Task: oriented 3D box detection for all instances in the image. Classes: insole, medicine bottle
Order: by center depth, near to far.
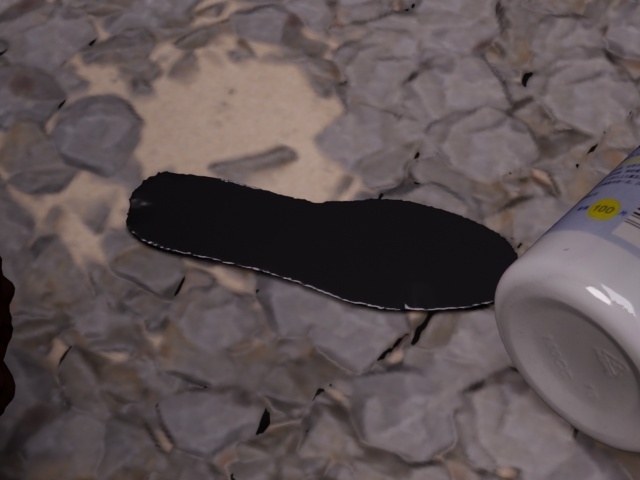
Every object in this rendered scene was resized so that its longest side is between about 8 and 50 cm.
[{"bbox_3d":[0.171,-0.001,0.763,0.103,0.103,0.187,38,62,23],"label":"medicine bottle"},{"bbox_3d":[0.000,0.000,0.818,0.188,0.004,0.064,11,54,7],"label":"insole"}]

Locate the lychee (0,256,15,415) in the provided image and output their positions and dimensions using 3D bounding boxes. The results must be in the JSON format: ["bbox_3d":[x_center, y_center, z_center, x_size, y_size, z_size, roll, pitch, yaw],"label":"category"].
[{"bbox_3d":[-0.262,0.035,0.612,0.330,0.306,0.306,-23,53,17],"label":"lychee"}]
